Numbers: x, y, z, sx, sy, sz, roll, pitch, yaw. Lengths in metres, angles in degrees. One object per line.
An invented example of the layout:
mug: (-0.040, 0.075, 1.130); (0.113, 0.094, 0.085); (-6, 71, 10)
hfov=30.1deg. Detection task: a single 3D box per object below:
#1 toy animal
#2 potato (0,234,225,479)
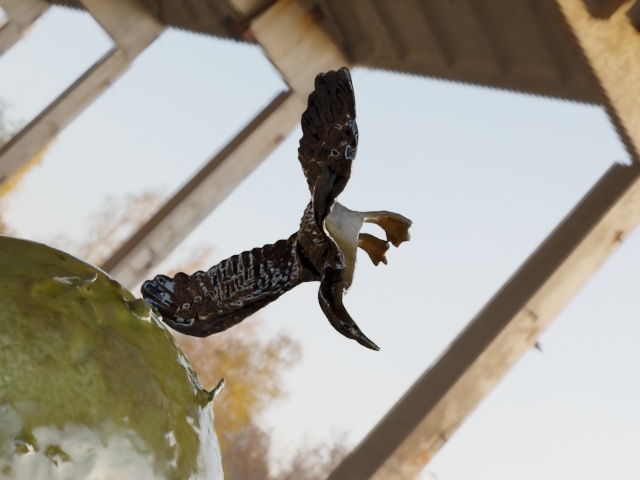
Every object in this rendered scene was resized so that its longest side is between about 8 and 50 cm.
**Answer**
toy animal: (0.013, 0.001, 0.979); (0.197, 0.160, 0.272); (46, -56, 19)
potato: (-0.223, 0.130, 0.512); (0.219, 0.359, 0.270); (44, -54, 40)
